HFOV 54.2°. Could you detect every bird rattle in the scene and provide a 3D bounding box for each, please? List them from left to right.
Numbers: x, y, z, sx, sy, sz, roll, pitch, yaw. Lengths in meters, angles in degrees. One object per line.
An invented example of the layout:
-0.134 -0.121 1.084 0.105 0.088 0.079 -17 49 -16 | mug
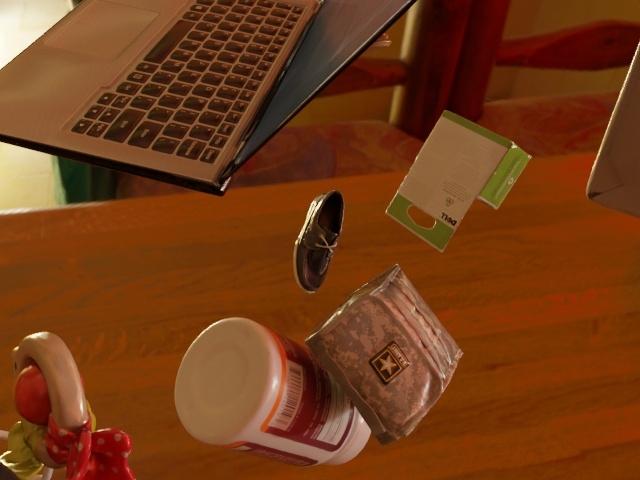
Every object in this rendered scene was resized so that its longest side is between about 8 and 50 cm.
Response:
-0.324 0.214 0.745 0.143 0.253 0.207 -13 87 -33 | bird rattle

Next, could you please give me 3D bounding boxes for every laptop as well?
-0.081 -0.255 0.582 0.408 0.236 0.382 14 44 5 | laptop

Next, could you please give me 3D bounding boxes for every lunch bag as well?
0.117 0.209 1.166 0.235 0.169 0.287 53 32 0 | lunch bag

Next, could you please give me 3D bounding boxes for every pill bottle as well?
-0.070 0.311 1.214 0.224 0.392 0.224 -17 57 27 | pill bottle

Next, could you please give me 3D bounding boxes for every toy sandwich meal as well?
0.085 -0.349 1.092 0.085 0.029 0.085 -7 11 1 | toy sandwich meal

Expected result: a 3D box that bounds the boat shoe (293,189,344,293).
0.000 0.000 1.367 0.084 0.079 0.233 22 71 -25 | boat shoe

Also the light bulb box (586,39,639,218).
0.469 -0.139 0.529 0.358 0.225 0.361 24 38 23 | light bulb box

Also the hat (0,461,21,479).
-0.255 0.218 0.378 0.331 0.331 0.134 9 15 4 | hat

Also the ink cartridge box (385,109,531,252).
0.281 -0.117 1.314 0.097 0.255 0.189 19 16 -46 | ink cartridge box

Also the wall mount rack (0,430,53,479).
-0.530 0.321 0.799 0.304 0.130 0.350 17 25 -7 | wall mount rack
